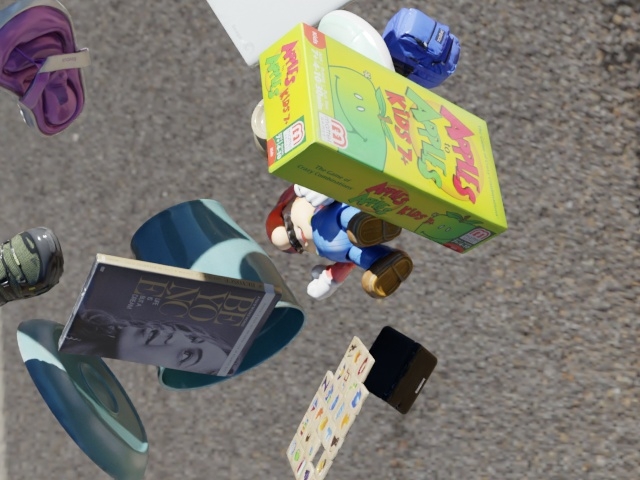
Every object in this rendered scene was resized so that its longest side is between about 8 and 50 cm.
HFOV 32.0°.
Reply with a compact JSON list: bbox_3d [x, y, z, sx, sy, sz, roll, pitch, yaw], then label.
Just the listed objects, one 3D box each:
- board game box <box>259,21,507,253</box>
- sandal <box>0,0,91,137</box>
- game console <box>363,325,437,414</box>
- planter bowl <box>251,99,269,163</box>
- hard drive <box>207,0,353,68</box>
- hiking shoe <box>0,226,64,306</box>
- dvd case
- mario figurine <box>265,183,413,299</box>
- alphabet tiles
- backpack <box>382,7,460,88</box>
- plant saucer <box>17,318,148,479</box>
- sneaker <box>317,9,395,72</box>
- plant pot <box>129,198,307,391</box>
[{"bbox_3d":[0.044,-0.063,0.735,0.043,0.181,0.092,-32,52,37],"label":"board game box"},{"bbox_3d":[-0.433,-0.268,1.815,0.102,0.416,0.169,40,81,9],"label":"sandal"},{"bbox_3d":[0.137,0.236,2.029,0.071,0.107,0.122,23,77,46],"label":"game console"},{"bbox_3d":[-0.066,-0.218,2.146,0.162,0.109,0.162,-12,65,28],"label":"planter bowl"},{"bbox_3d":[-0.065,-0.511,2.215,0.307,0.040,0.203,-32,94,7],"label":"hard drive"},{"bbox_3d":[-0.428,0.052,1.458,0.227,0.114,0.086,-28,86,36],"label":"hiking shoe"},{"bbox_3d":[-0.176,0.093,1.305,0.164,0.221,0.018,-58,31,38],"label":"dvd case"},{"bbox_3d":[0.000,0.000,1.701,0.320,0.170,0.198,24,100,62],"label":"mario figurine"},{"bbox_3d":[0.016,0.272,1.752,0.237,0.009,0.198,-63,15,7],"label":"alphabet tiles"},{"bbox_3d":[0.162,-0.301,1.773,0.101,0.120,0.098,-30,34,63],"label":"backpack"},{"bbox_3d":[-0.366,0.247,1.780,0.043,0.317,0.318,-35,48,2],"label":"plant saucer"},{"bbox_3d":[0.023,-0.206,1.501,0.256,0.151,0.094,64,145,22],"label":"sneaker"},{"bbox_3d":[-0.200,0.081,1.916,0.271,0.271,0.255,-45,62,34],"label":"plant pot"}]
